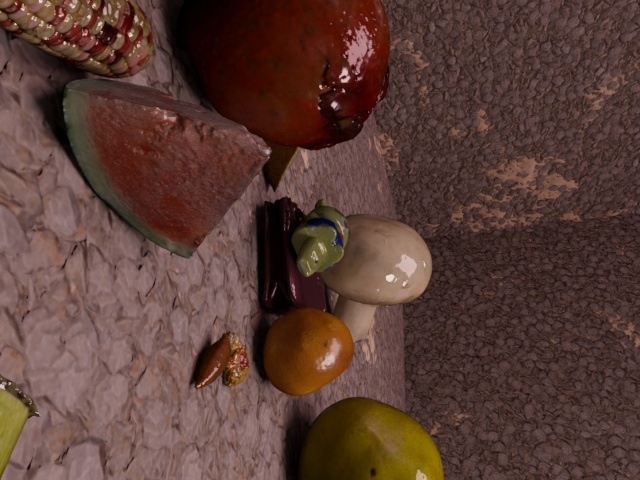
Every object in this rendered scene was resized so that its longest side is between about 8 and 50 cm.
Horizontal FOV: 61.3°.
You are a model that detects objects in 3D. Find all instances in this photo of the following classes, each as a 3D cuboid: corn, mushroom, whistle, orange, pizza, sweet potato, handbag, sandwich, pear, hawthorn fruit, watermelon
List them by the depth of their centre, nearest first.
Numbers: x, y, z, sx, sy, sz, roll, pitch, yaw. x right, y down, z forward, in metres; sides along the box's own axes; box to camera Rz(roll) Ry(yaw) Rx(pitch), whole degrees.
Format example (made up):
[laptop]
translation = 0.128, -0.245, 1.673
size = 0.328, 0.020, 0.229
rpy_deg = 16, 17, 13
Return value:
[corn]
translation = -0.224, -0.199, 0.427
size = 0.253, 0.086, 0.086
rpy_deg = 10, 73, -75
[watermelon]
translation = -0.156, -0.064, 0.530
size = 0.136, 0.202, 0.207
rpy_deg = -29, 114, -33
[sweet potato]
translation = -0.139, 0.159, 0.702
size = 0.095, 0.034, 0.034
rpy_deg = -62, 143, -51
[hawthorn fruit]
translation = -0.050, -0.279, 0.781
size = 0.316, 0.316, 0.315
rpy_deg = -7, 90, -76
[pizza]
translation = -0.120, 0.171, 0.786
size = 0.083, 0.025, 0.078
rpy_deg = -37, 122, -73
[orange]
translation = -0.024, 0.182, 0.908
size = 0.136, 0.159, 0.159
rpy_deg = 60, 10, 11
[whistle]
translation = 0.000, 0.000, 0.942
size = 0.227, 0.085, 0.105
rpy_deg = -58, 128, -66
[pear]
translation = 0.089, 0.433, 1.008
size = 0.294, 0.295, 0.294
rpy_deg = -7, 90, -76
[sandwich]
translation = -0.082, -0.227, 1.014
size = 0.094, 0.096, 0.257
rpy_deg = -57, 136, -61
[handbag]
translation = -0.053, 0.039, 1.027
size = 0.203, 0.074, 0.216
rpy_deg = 44, 39, -68
[mushroom]
translation = 0.117, 0.104, 1.343
size = 0.314, 0.315, 0.335
rpy_deg = -61, 163, -67

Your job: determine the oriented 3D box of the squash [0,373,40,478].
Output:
[squash]
translation = -0.216, 0.139, 0.234
size = 0.123, 0.123, 0.186
rpy_deg = 65, 26, -51
